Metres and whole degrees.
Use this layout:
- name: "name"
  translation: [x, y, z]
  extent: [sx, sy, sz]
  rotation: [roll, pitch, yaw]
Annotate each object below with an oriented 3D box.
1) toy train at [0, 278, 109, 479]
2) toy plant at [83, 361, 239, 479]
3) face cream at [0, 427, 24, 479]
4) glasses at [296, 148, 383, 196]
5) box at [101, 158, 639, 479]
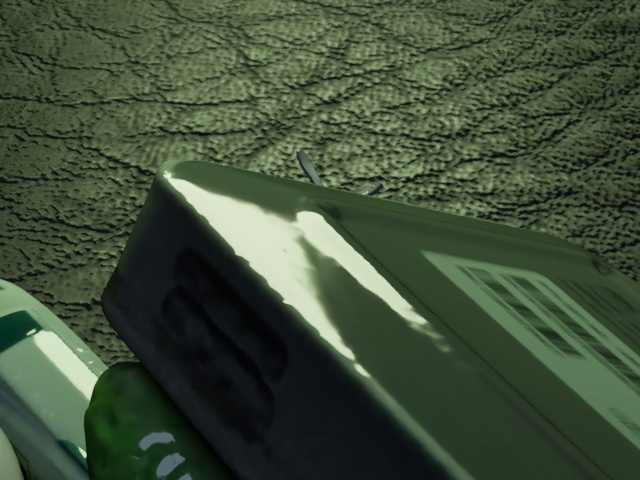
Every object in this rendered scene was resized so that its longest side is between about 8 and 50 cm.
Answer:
- name: "toy train"
  translation: [-0.138, 0.131, 0.978]
  extent: [0.086, 0.088, 0.407]
  rotation: [-33, 54, -25]
- name: "toy plant"
  translation: [-0.070, 0.267, 0.736]
  extent: [0.317, 0.210, 0.356]
  rotation: [34, 74, 9]
- name: "face cream"
  translation: [-0.245, 0.192, 0.855]
  extent: [0.201, 0.187, 0.201]
  rotation: [0, 48, 0]
- name: "glasses"
  translation: [0.000, 0.000, 1.084]
  extent: [0.140, 0.104, 0.062]
  rotation: [16, 48, 10]
- name: "box"
  translation: [0.131, 0.106, 0.836]
  extent: [0.396, 0.111, 0.396]
  rotation: [9, 26, -45]
